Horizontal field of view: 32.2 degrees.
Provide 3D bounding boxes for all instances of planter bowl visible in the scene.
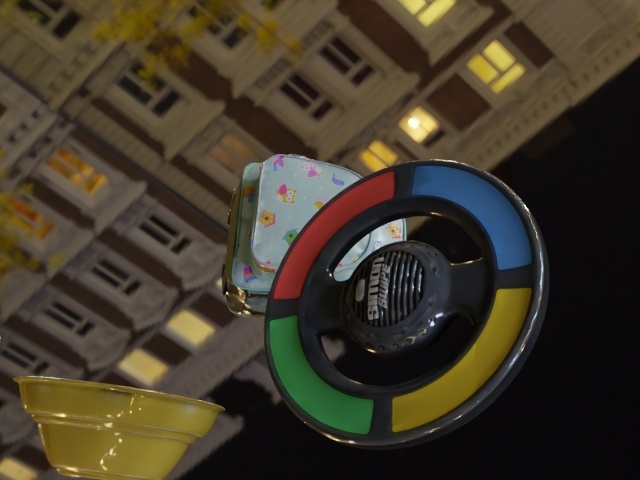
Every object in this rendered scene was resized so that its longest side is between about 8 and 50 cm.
[{"bbox_3d":[-0.210,0.200,1.128,0.217,0.217,0.090,-10,-111,52],"label":"planter bowl"}]

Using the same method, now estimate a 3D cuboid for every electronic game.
[{"bbox_3d":[0.057,0.042,0.815,0.229,0.048,0.229,-16,-124,26],"label":"electronic game"}]

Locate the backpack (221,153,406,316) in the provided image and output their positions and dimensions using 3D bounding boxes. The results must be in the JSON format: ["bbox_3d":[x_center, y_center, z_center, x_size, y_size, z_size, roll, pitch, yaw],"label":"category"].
[{"bbox_3d":[0.000,0.000,1.189,0.144,0.189,0.165,123,-25,-60],"label":"backpack"}]
